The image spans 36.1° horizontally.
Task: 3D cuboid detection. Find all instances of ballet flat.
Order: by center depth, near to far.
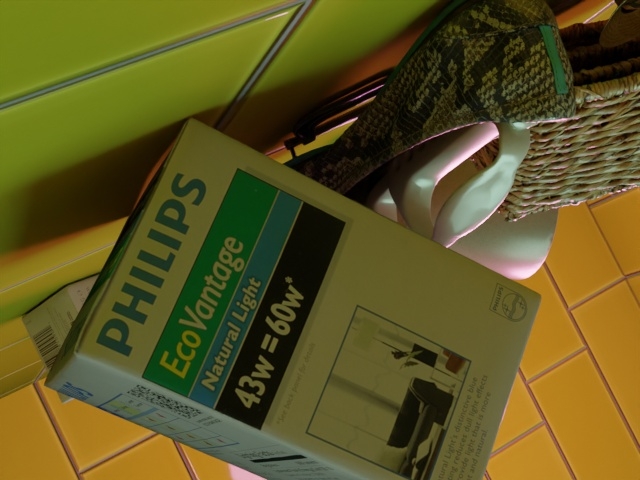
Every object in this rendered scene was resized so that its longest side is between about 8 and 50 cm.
[{"bbox_3d":[0.078,-0.066,1.015,0.164,0.182,0.483,-10,165,-34],"label":"ballet flat"}]

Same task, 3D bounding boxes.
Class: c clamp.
[{"bbox_3d":[0.026,-0.143,1.099,0.161,0.022,0.137,-26,171,5],"label":"c clamp"}]

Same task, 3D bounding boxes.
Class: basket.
[{"bbox_3d":[0.324,-0.192,1.165,0.299,0.213,0.223,-14,148,-8],"label":"basket"}]

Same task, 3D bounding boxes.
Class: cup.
[{"bbox_3d":[0.302,-0.085,2.009,0.237,0.331,0.331,1,168,-17],"label":"cup"}]

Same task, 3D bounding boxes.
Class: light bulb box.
[{"bbox_3d":[-0.049,0.103,0.970,0.225,0.361,0.358,-68,-167,-19],"label":"light bulb box"}]

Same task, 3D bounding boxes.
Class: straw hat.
[{"bbox_3d":[0.342,-0.279,1.056,0.144,0.061,0.144,-30,163,-10],"label":"straw hat"}]

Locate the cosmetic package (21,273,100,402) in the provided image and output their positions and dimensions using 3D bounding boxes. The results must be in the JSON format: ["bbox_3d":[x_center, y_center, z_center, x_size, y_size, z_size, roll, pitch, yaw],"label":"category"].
[{"bbox_3d":[-0.324,0.134,1.515,0.151,0.151,0.184,-30,176,42],"label":"cosmetic package"}]
